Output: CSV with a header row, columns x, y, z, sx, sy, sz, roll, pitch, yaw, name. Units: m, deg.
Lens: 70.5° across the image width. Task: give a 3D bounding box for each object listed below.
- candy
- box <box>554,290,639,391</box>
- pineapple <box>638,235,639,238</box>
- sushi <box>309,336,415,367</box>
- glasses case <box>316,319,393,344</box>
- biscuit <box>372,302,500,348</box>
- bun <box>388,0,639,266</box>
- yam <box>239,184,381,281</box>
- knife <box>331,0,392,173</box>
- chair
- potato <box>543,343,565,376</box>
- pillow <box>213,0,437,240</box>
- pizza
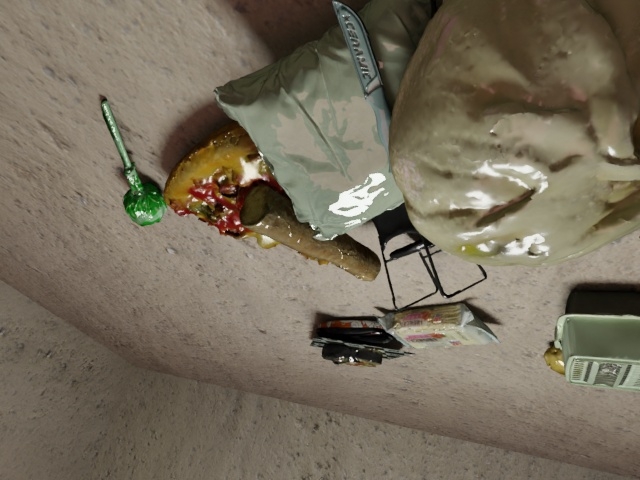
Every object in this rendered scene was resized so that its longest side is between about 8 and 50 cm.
x,y,z,sx,sy,sz,roll,pitch,yaw,name
-0.399,-0.152,0.943,0.097,0.097,0.323,11,141,8,candy
0.663,0.218,0.968,0.290,0.166,0.220,0,147,25,box
0.559,0.063,0.679,0.128,0.248,0.128,14,152,7,pineapple
0.117,0.402,1.537,0.320,0.069,0.339,10,162,-2,sushi
0.107,0.296,1.457,0.266,0.067,0.103,-8,148,35,glasses case
0.320,0.246,1.266,0.309,0.079,0.186,-15,136,40,biscuit
0.257,-0.108,0.467,0.365,0.219,0.365,-8,128,-10,bun
0.000,0.000,0.821,0.081,0.081,0.356,-8,157,35,yam
0.061,-0.166,0.510,0.028,0.015,0.210,-13,119,21,knife
0.200,0.008,0.905,0.145,0.221,0.140,-17,172,-39,chair
0.693,0.337,1.246,0.170,0.080,0.107,32,133,-24,potato
0.049,-0.154,0.609,0.310,0.138,0.283,-25,125,23,pillow
-0.084,-0.056,0.900,0.440,0.130,0.406,-18,134,43,pizza
